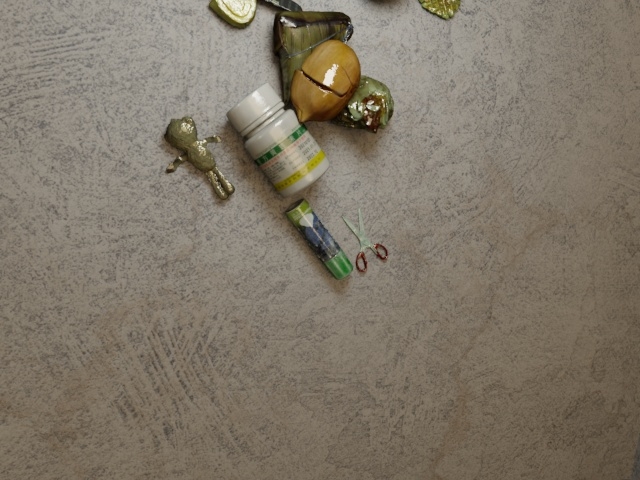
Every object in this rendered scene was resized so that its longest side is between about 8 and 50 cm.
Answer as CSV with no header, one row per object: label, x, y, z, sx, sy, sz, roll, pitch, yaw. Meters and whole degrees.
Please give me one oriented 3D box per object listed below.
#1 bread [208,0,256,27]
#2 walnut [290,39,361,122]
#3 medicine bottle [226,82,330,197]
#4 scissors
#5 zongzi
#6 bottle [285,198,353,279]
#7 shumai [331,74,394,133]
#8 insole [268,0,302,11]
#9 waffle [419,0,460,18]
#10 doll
bread,-0.284,-0.775,1.384,0.156,0.064,0.117,34,83,-18
walnut,0.018,-0.500,1.367,0.203,0.203,0.298,30,81,-20
medicine bottle,-0.142,-0.332,1.421,0.208,0.208,0.340,-40,108,-8
scissors,0.167,-0.008,1.674,0.144,0.017,0.248,-29,104,-12
zongzi,-0.025,-0.625,1.468,0.286,0.138,0.300,-13,116,-24
bottle,0.000,0.000,1.579,0.093,0.093,0.330,-39,108,-9
shumai,0.163,-0.482,1.496,0.255,0.218,0.189,-7,113,-16
insole,-0.199,-0.826,1.395,0.309,0.012,0.110,18,49,-22
waffle,0.459,-0.944,1.613,0.183,0.036,0.169,19,91,-20
doll,-0.390,-0.279,1.414,0.285,0.091,0.203,31,122,-9
